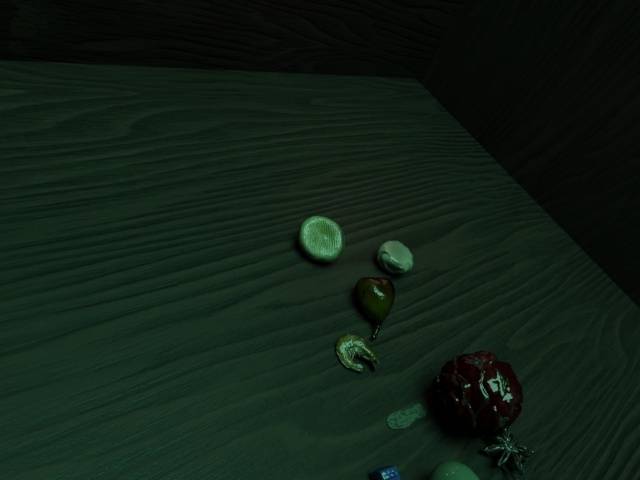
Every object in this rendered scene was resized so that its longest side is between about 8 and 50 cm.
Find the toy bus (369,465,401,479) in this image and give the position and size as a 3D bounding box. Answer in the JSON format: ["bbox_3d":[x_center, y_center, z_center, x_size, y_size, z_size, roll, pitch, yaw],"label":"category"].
[{"bbox_3d":[0.237,0.821,1.403,0.079,0.094,0.236,0,52,-31],"label":"toy bus"}]

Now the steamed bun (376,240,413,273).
[{"bbox_3d":[0.346,0.086,2.141,0.183,0.106,0.182,18,41,-16],"label":"steamed bun"}]

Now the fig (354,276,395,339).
[{"bbox_3d":[0.229,0.274,1.886,0.170,0.145,0.274,12,60,-20],"label":"fig"}]

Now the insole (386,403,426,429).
[{"bbox_3d":[0.319,0.649,1.677,0.194,0.006,0.065,-8,55,-36],"label":"insole"}]

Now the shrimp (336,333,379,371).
[{"bbox_3d":[0.139,0.441,1.739,0.188,0.051,0.132,34,61,8],"label":"shrimp"}]

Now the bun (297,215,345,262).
[{"bbox_3d":[0.000,0.000,2.005,0.223,0.127,0.222,3,77,-15],"label":"bun"}]

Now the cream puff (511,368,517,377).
[{"bbox_3d":[0.777,0.582,1.951,0.133,0.104,0.119,-2,60,-32],"label":"cream puff"}]

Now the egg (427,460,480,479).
[{"bbox_3d":[0.433,0.842,1.423,0.203,0.203,0.282,12,50,-22],"label":"egg"}]

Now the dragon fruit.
[{"bbox_3d":[0.584,0.573,1.694,0.330,0.329,0.329,17,45,-18],"label":"dragon fruit"}]

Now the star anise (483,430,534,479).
[{"bbox_3d":[0.703,0.804,1.708,0.209,0.089,0.231,16,38,-1],"label":"star anise"}]
